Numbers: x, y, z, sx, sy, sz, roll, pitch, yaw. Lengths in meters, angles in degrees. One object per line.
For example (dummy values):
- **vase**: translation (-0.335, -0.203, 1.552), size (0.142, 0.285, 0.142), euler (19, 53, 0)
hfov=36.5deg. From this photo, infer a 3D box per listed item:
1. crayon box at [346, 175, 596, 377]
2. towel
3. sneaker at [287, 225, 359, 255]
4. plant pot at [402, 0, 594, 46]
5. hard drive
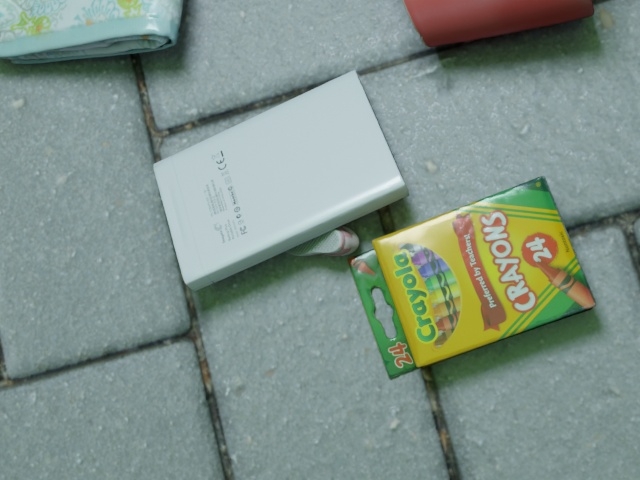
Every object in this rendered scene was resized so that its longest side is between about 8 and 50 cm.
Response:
- **crayon box**: translation (0.212, 0.059, 1.415), size (0.319, 0.081, 0.202), euler (-22, 79, 8)
- **towel**: translation (-0.381, -0.454, 1.563), size (0.374, 0.090, 0.320), euler (-1, 82, 23)
- **sneaker**: translation (0.000, 0.000, 1.485), size (0.134, 0.070, 0.051), euler (5, 92, 41)
- **plant pot**: translation (0.236, -0.413, 1.402), size (0.243, 0.275, 0.275), euler (-19, 79, 18)
- **hard drive**: translation (-0.068, -0.094, 1.474), size (0.353, 0.047, 0.233), euler (-24, 58, 7)
